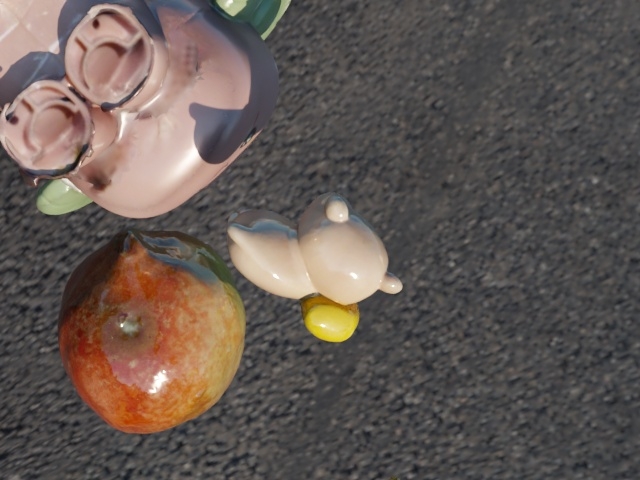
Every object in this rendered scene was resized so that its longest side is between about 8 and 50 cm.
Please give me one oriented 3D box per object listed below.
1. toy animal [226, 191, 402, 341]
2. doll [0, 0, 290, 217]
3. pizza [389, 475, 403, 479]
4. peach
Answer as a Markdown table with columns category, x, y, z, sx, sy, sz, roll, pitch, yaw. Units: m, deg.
| category | x | y | z | sx | sy | sz | roll | pitch | yaw |
| --- | --- | --- | --- | --- | --- | --- | --- | --- | --- |
| toy animal | 0.000 | 0.000 | 0.836 | 0.114 | 0.082 | 0.091 | 38 | 31 | -10 |
| doll | -0.139 | -0.130 | 0.951 | 0.216 | 0.284 | 0.268 | 47 | 15 | 5 |
| pizza | -0.018 | 0.268 | 0.854 | 0.085 | 0.305 | 0.161 | 30 | 21 | 0 |
| peach | -0.201 | 0.092 | 1.496 | 0.232 | 0.232 | 0.256 | -59 | 147 | -35 |
